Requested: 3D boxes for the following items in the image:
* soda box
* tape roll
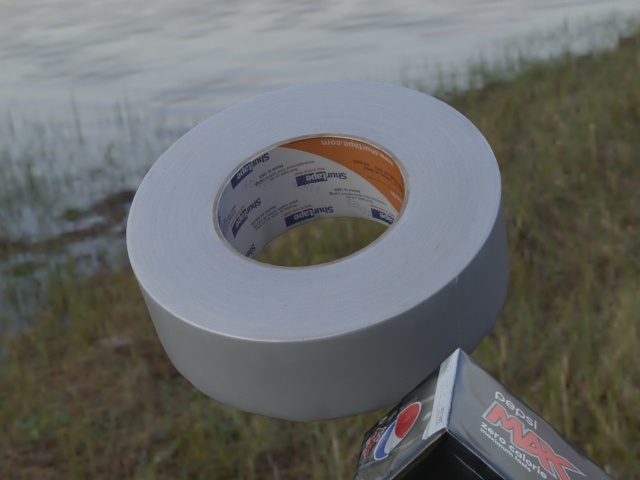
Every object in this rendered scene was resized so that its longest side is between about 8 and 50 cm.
[{"bbox_3d":[0.090,0.117,0.479,0.053,0.169,0.060,-46,9,24],"label":"soda box"},{"bbox_3d":[0.000,0.000,0.824,0.219,0.072,0.219,-7,44,6],"label":"tape roll"}]
